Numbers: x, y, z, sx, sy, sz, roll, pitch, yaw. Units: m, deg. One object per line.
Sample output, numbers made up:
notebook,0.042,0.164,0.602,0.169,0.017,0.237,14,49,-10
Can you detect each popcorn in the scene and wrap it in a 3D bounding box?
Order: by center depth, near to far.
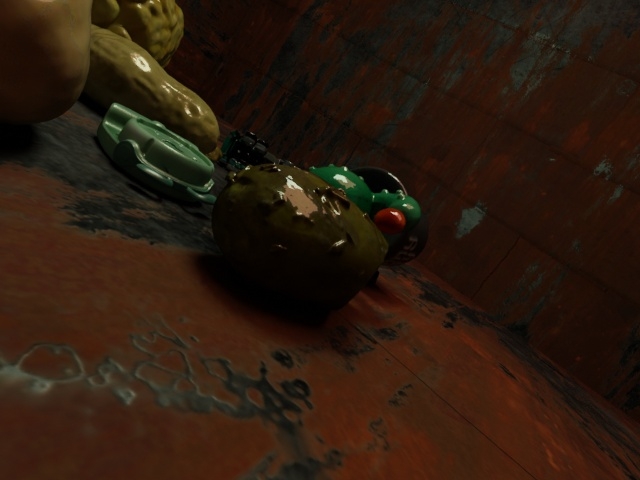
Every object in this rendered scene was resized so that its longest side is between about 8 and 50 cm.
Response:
popcorn,-0.499,-0.525,0.924,0.345,0.353,0.390,1,-26,-4

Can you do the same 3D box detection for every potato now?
potato,-0.002,0.002,0.498,0.176,0.141,0.298,50,15,27
potato,-0.254,-0.197,0.940,0.092,0.047,0.045,-89,160,-68

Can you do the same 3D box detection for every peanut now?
peanut,-0.331,-0.271,0.765,0.319,0.147,0.147,36,8,-12

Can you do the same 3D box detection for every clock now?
clock,-0.214,-0.111,0.574,0.148,0.060,0.188,25,14,-49

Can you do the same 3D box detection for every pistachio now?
pistachio,-0.312,-0.224,0.397,0.188,0.187,0.299,26,16,-45

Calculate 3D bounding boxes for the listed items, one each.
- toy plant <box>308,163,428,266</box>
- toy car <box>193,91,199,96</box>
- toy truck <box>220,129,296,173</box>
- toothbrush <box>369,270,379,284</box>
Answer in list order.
toy plant,0.076,-0.049,0.756,0.280,0.185,0.400,30,7,34
toy car,-0.385,-0.321,1.040,0.162,0.098,0.126,-11,10,-39
toy truck,-0.177,-0.212,1.123,0.216,0.110,0.116,27,0,-39
toothbrush,0.000,0.000,0.892,0.297,0.030,0.030,35,-17,7
